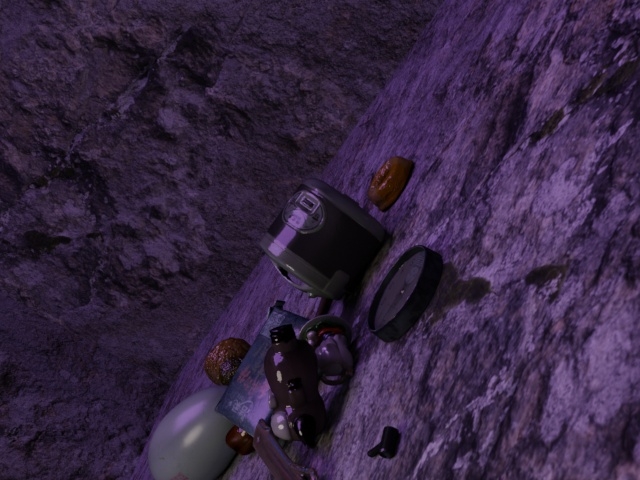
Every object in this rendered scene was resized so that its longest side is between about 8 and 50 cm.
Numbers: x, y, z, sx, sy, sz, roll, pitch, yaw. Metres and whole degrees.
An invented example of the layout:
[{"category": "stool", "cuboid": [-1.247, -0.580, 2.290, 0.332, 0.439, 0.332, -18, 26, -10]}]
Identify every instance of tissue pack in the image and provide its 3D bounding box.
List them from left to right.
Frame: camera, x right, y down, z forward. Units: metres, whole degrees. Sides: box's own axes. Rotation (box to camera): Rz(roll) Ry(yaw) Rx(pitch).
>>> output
[{"category": "tissue pack", "cuboid": [-0.111, 0.332, 1.676, 0.227, 0.103, 0.316, 12, 68, 54]}]

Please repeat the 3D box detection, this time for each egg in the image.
[{"category": "egg", "cuboid": [-0.347, 0.564, 1.929, 0.371, 0.229, 0.230, -51, 12, 17]}]

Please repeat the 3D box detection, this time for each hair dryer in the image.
[{"category": "hair dryer", "cuboid": [0.097, 0.340, 1.104, 0.083, 0.026, 0.047, -52, 11, 47]}]

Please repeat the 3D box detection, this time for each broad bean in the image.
[{"category": "broad bean", "cuboid": [-0.177, 0.485, 1.774, 0.165, 0.084, 0.114, -55, 18, -10]}]

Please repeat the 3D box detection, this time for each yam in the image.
[{"category": "yam", "cuboid": [0.016, 0.171, 1.926, 0.032, 0.032, 0.145, -43, 19, 53]}]

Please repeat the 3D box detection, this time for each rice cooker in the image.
[{"category": "rice cooker", "cuboid": [-0.002, 0.002, 1.792, 0.277, 0.288, 0.288, -53, 11, 1]}]

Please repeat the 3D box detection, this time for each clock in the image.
[{"category": "clock", "cuboid": [0.169, 0.106, 1.387, 0.215, 0.041, 0.215, -55, 12, 17]}]

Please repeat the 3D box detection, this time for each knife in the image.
[{"category": "knife", "cuboid": [-0.075, 0.452, 1.377, 0.089, 0.043, 0.365, -64, 22, -4]}]

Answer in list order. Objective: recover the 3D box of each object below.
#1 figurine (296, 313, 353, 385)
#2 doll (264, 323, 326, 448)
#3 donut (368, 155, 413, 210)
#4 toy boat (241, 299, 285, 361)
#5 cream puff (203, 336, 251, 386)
[{"category": "figurine", "cuboid": [0.020, 0.254, 1.486, 0.132, 0.132, 0.154, -55, 24, 16]}, {"category": "doll", "cuboid": [-0.054, 0.309, 1.401, 0.182, 0.117, 0.258, -127, 29, -86]}, {"category": "donut", "cuboid": [0.199, -0.173, 1.973, 0.162, 0.065, 0.178, -47, 14, 43]}, {"category": "toy boat", "cuboid": [-0.149, 0.296, 1.836, 0.220, 0.066, 0.291, -2, -76, -53]}, {"category": "cream puff", "cuboid": [-0.287, 0.442, 2.268, 0.183, 0.183, 0.169, -56, 36, 8]}]
